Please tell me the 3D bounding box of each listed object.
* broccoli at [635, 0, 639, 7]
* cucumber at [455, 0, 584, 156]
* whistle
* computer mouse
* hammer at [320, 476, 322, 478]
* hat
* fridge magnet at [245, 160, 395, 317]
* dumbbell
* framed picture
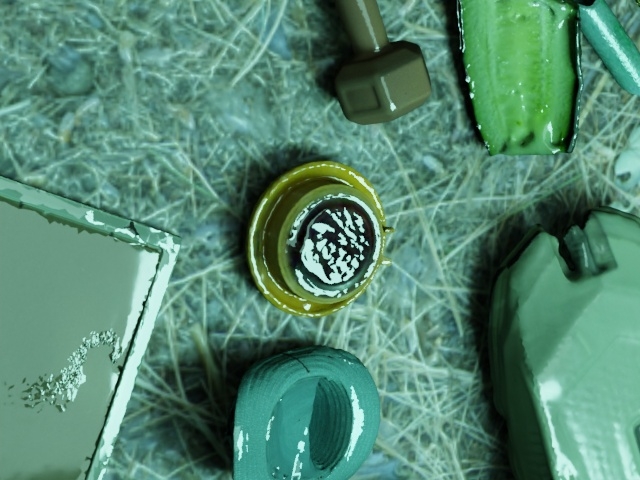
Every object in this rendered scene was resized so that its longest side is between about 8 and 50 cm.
[{"bbox_3d":[0.378,-0.262,1.409,0.131,0.130,0.120,-53,145,-20],"label":"broccoli"},{"bbox_3d":[0.191,-0.176,1.343,0.115,0.086,0.193,-2,105,17],"label":"cucumber"},{"bbox_3d":[0.269,-0.214,1.401,0.039,0.039,0.186,-47,116,-14],"label":"whistle"},{"bbox_3d":[0.287,0.183,1.420,0.228,0.145,0.429,-17,94,-18],"label":"computer mouse"},{"bbox_3d":[-0.026,0.242,1.331,0.110,0.019,0.036,-33,112,-14],"label":"hammer"},{"bbox_3d":[-0.032,0.162,1.282,0.190,0.078,0.138,-2,99,-47],"label":"hat"},{"bbox_3d":[0.000,0.000,1.276,0.143,0.063,0.143,-7,104,-29],"label":"fridge magnet"},{"bbox_3d":[0.028,-0.215,1.245,0.082,0.092,0.231,-41,117,-47],"label":"dumbbell"},{"bbox_3d":[-0.250,0.094,1.184,0.216,0.016,0.273,21,88,-29],"label":"framed picture"}]
